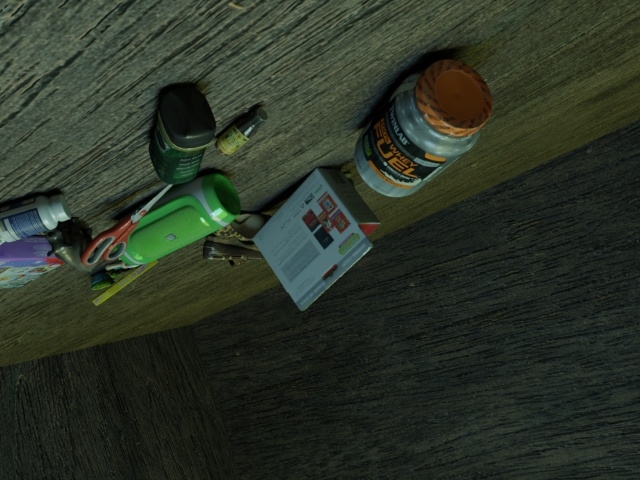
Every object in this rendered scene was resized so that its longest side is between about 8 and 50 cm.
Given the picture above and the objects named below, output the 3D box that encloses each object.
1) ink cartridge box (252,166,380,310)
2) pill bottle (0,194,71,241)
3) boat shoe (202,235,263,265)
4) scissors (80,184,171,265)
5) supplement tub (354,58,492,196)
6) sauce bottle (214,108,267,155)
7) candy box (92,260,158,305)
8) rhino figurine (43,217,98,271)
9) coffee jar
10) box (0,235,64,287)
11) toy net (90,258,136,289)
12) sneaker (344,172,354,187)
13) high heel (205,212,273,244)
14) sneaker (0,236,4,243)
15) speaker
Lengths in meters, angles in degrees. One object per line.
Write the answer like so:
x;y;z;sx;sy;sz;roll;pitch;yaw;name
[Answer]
0.000;0.000;1.573;0.309;0.271;0.130;-44;159;28;ink cartridge box
-0.539;-0.045;1.053;0.120;0.067;0.067;-19;170;-9;pill bottle
-0.257;0.040;1.653;0.207;0.073;0.073;13;171;-40;boat shoe
-0.396;-0.049;1.185;0.297;0.021;0.109;-45;162;18;scissors
0.210;-0.231;1.190;0.194;0.193;0.316;-16;168;-22;supplement tub
-0.149;-0.205;1.054;0.042;0.042;0.128;-9;164;-47;sauce bottle
-0.605;0.125;1.741;0.105;0.027;0.206;-31;-171;40;candy box
-0.543;0.007;1.214;0.073;0.106;0.243;-20;170;-7;rhino figurine
-0.230;-0.169;0.923;0.079;0.096;0.184;-19;171;-27;coffee jar
-0.727;0.051;1.226;0.201;0.057;0.293;-24;169;22;box
-0.602;0.089;1.714;0.232;0.045;0.122;-27;168;31;toy net
0.035;-0.128;1.698;0.064;0.086;0.192;-11;167;-43;sneaker
-0.200;-0.046;1.632;0.261;0.093;0.186;-6;172;-23;high heel
-0.635;0.000;1.081;0.161;0.075;0.057;-12;167;-40;sneaker
-0.335;-0.046;1.291;0.297;0.131;0.131;-24;169;19;speaker
